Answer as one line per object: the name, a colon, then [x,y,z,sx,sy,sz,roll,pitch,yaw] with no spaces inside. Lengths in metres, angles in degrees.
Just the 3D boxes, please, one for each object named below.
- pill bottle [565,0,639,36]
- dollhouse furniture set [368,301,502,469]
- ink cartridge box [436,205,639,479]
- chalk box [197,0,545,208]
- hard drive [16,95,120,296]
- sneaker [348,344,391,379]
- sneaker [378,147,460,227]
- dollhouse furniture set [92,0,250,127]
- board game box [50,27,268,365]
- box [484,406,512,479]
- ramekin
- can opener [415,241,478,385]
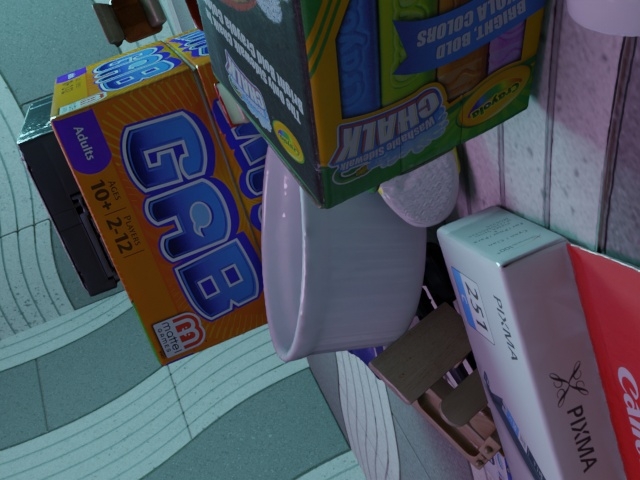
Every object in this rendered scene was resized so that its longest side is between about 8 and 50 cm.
pill bottle: [0.131,-0.157,0.321,0.078,0.078,0.137,-123,14,-48]
dollhouse furniture set: [0.122,0.184,0.862,0.144,0.123,0.151,44,142,19]
ink cartridge box: [0.204,0.138,0.641,0.261,0.066,0.296,-137,26,-72]
chalk box: [0.028,-0.158,0.546,0.180,0.179,0.289,53,163,33]
hard drive: [-0.371,-0.080,1.217,0.339,0.064,0.236,-133,22,-65]
sneaker: [0.008,0.122,1.369,0.127,0.182,0.315,76,168,-49]
sneaker: [0.070,-0.129,0.798,0.126,0.091,0.240,-28,-84,-81]
dollhouse furniture set: [-0.101,-0.258,0.871,0.135,0.262,0.259,-137,26,-75]
board game box: [-0.149,-0.106,1.182,0.356,0.356,0.356,-132,21,-65]
box: [0.212,0.253,0.989,0.136,0.028,0.081,-124,15,-58]
ramekin: [0.018,-0.005,0.913,0.277,0.135,0.277,179,90,-78]
can opener: [0.140,0.093,0.924,0.073,0.059,0.186,152,96,-80]
